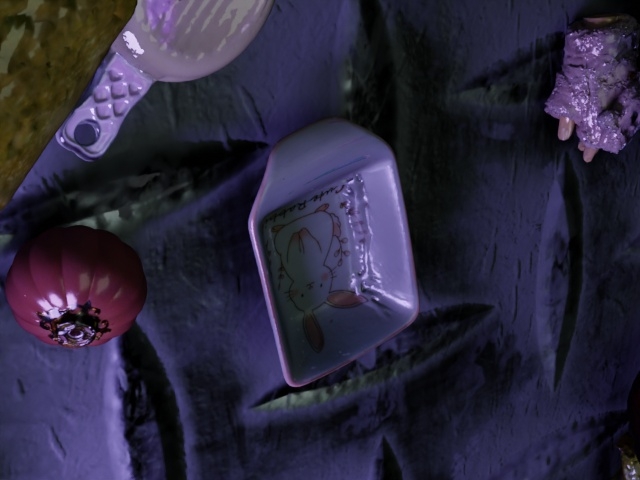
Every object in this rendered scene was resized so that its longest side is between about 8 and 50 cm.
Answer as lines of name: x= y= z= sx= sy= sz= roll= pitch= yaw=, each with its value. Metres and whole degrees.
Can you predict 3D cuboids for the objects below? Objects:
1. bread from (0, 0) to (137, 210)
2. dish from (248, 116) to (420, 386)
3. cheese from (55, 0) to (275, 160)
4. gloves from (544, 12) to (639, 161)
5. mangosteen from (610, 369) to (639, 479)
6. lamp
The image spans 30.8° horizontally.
bread: x=-0.274 y=-0.105 z=0.701 sx=0.251 sy=0.208 sz=0.376 roll=35 pitch=93 yaw=-37
dish: x=0.000 y=0.000 z=1.029 sx=0.154 sy=0.064 sz=0.234 roll=-27 pitch=126 yaw=-23
cheese: x=-0.121 y=-0.159 z=0.866 sx=0.137 sy=0.064 sz=0.227 roll=34 pitch=88 yaw=-38
gloves: x=0.285 y=-0.153 z=1.149 sx=0.110 sy=0.094 sz=0.144 roll=-41 pitch=122 yaw=-27
mangosteen: x=0.443 y=0.247 z=1.391 sx=0.289 sy=0.231 sz=0.231 roll=-40 pitch=135 yaw=23
lamp: x=-0.187 y=0.036 z=0.892 sx=0.108 sy=0.092 sz=0.107 roll=-6 pitch=140 yaw=-5
